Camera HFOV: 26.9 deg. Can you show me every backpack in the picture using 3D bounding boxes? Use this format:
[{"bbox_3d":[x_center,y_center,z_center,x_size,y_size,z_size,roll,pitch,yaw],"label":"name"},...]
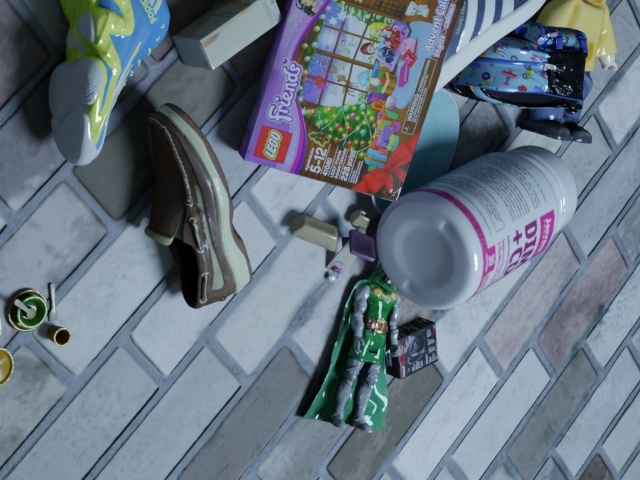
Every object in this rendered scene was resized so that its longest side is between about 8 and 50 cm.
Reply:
[{"bbox_3d":[0.252,-0.237,1.794,0.173,0.158,0.116,0,101,-34],"label":"backpack"}]

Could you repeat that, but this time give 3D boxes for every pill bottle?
[{"bbox_3d":[0.219,-0.027,1.802,0.283,0.160,0.160,-28,120,-45],"label":"pill bottle"}]

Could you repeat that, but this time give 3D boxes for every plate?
[{"bbox_3d":[0.120,-0.117,1.773,0.188,0.024,0.188,-32,135,-38],"label":"plate"}]

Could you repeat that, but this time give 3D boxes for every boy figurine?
[{"bbox_3d":[0.376,-0.285,1.932,0.177,0.092,0.285,8,100,-40],"label":"boy figurine"}]

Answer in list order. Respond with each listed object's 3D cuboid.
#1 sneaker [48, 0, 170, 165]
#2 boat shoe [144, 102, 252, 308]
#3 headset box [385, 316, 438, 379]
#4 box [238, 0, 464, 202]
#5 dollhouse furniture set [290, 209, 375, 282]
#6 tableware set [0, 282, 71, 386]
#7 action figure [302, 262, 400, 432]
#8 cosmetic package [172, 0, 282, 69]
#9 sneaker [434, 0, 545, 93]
[{"bbox_3d":[-0.215,-0.198,1.428,0.126,0.091,0.240,-2,102,-42],"label":"sneaker"},{"bbox_3d":[-0.155,-0.029,1.530,0.095,0.095,0.257,-34,123,-23],"label":"boat shoe"},{"bbox_3d":[0.124,0.152,1.869,0.083,0.032,0.062,-22,115,-35],"label":"headset box"},{"bbox_3d":[0.040,-0.211,1.592,0.201,0.057,0.293,14,101,-15],"label":"box"},{"bbox_3d":[0.000,0.000,1.732,0.114,0.091,0.081,21,130,-22],"label":"dollhouse furniture set"},{"bbox_3d":[-0.342,0.112,1.448,0.154,0.024,0.104,-16,113,-38],"label":"tableware set"},{"bbox_3d":[0.063,0.138,1.796,0.137,0.063,0.232,13,90,-40],"label":"action figure"},{"bbox_3d":[-0.107,-0.244,1.533,0.115,0.060,0.041,-41,124,-28],"label":"cosmetic package"},{"bbox_3d":[0.174,-0.325,1.711,0.350,0.131,0.148,-46,131,-23],"label":"sneaker"}]
